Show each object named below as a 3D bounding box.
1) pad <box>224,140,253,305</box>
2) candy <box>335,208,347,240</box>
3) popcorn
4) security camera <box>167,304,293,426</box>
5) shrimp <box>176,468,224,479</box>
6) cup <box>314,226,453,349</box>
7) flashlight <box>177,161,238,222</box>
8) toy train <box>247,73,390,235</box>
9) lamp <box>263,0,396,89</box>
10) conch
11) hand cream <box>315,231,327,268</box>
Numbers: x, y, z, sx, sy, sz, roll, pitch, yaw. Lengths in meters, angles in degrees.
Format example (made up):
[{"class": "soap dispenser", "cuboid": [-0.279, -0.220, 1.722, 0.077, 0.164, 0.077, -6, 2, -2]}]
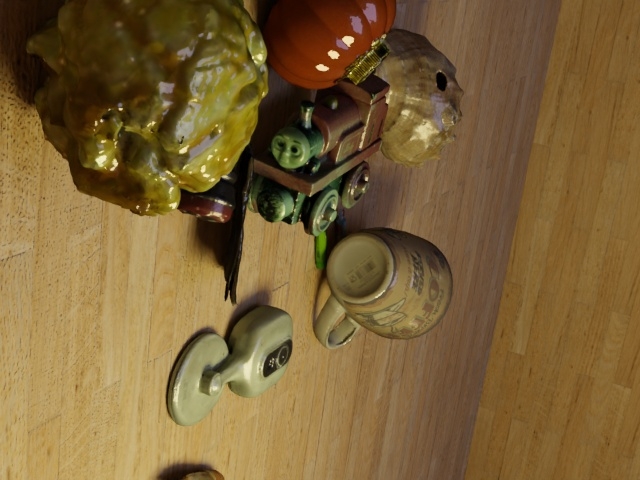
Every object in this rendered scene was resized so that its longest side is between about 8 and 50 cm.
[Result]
[{"class": "pad", "cuboid": [-0.123, -0.032, 1.498, 0.174, 0.022, 0.233, -108, -155, -73]}, {"class": "candy", "cuboid": [0.043, -0.029, 1.972, 0.030, 0.020, 0.083, -54, 151, -36]}, {"class": "popcorn", "cuboid": [-0.185, -0.183, 1.064, 0.247, 0.282, 0.282, -33, 136, -34]}, {"class": "security camera", "cuboid": [-0.143, 0.212, 1.652, 0.301, 0.080, 0.157, -27, 130, -56]}, {"class": "shrimp", "cuboid": [-0.221, 0.450, 1.659, 0.143, 0.052, 0.251, -66, 156, -12]}, {"class": "cup", "cuboid": [0.090, 0.099, 1.972, 0.301, 0.227, 0.257, -45, 153, 11]}, {"class": "flashlight", "cuboid": [-0.141, -0.144, 1.404, 0.093, 0.093, 0.232, 25, 79, -67]}, {"class": "toy train", "cuboid": [-0.001, -0.145, 1.604, 0.304, 0.150, 0.221, -40, 148, -54]}, {"class": "lamp", "cuboid": [0.014, -0.330, 1.493, 0.223, 0.196, 0.223, -44, -179, 1]}, {"class": "conch", "cuboid": [0.188, -0.294, 1.950, 0.324, 0.186, 0.263, 51, 41, -64]}, {"class": "hand cream", "cuboid": [0.000, 0.000, 1.893, 0.036, 0.023, 0.122, -91, 179, -56]}]
